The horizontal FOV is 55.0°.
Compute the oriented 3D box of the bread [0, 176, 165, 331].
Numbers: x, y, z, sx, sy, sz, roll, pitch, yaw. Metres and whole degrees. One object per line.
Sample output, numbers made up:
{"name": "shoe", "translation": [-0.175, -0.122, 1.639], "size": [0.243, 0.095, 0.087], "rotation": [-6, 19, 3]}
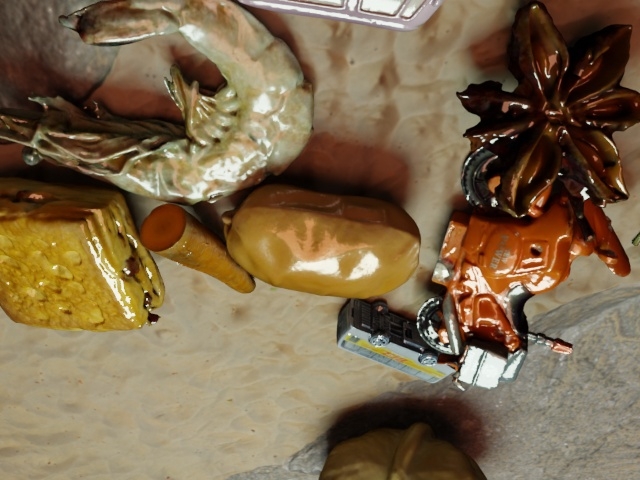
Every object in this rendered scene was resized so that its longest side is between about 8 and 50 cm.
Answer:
{"name": "bread", "translation": [-0.309, 0.016, 0.737], "size": [0.235, 0.099, 0.210], "rotation": [2, 131, 20]}

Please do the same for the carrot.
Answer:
{"name": "carrot", "translation": [-0.135, 0.024, 0.769], "size": [0.061, 0.061, 0.210], "rotation": [-23, 150, 14]}

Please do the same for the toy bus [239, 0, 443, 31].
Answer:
{"name": "toy bus", "translation": [0.027, -0.268, 0.530], "size": [0.203, 0.142, 0.142], "rotation": [6, 121, -7]}

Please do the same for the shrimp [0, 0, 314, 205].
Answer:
{"name": "shrimp", "translation": [-0.182, -0.145, 0.649], "size": [0.360, 0.085, 0.247], "rotation": [0, 128, -11]}

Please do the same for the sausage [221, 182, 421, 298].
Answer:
{"name": "sausage", "translation": [0.000, 0.000, 0.742], "size": [0.241, 0.120, 0.136], "rotation": [7, 135, -7]}

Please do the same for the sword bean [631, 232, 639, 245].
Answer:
{"name": "sword bean", "translation": [0.444, -0.024, 0.816], "size": [0.012, 0.012, 0.083], "rotation": [19, 125, -16]}

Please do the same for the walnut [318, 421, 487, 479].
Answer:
{"name": "walnut", "translation": [0.135, 0.439, 1.002], "size": [0.296, 0.285, 0.285], "rotation": [5, 130, 21]}

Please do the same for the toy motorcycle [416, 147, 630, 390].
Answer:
{"name": "toy motorcycle", "translation": [0.255, 0.047, 0.781], "size": [0.221, 0.148, 0.325], "rotation": [19, 118, 13]}

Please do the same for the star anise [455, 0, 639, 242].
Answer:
{"name": "star anise", "translation": [0.238, -0.130, 0.649], "size": [0.190, 0.126, 0.220], "rotation": [19, 98, -15]}

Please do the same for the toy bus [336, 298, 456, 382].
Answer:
{"name": "toy bus", "translation": [0.111, 0.148, 0.903], "size": [0.190, 0.064, 0.075], "rotation": [23, 135, -19]}
